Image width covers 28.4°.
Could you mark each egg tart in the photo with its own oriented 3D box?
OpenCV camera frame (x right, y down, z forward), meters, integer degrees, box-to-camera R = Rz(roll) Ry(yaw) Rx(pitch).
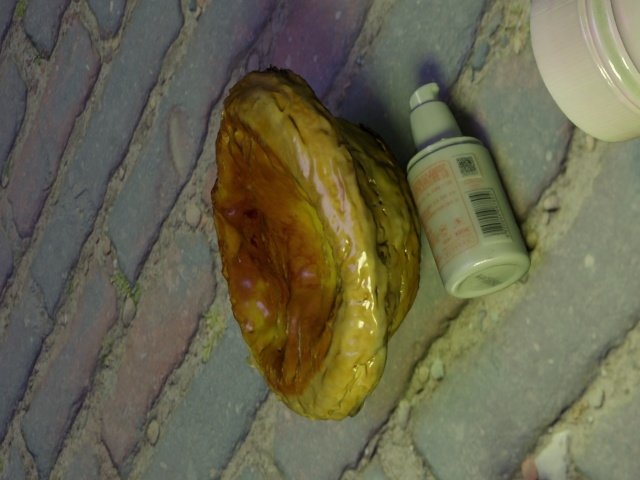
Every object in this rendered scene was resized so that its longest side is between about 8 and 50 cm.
[{"bbox_3d":[0.000,0.000,1.526,0.443,0.178,0.443,167,90,-69],"label":"egg tart"}]

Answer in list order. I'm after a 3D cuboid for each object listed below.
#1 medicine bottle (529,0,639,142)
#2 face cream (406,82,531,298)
[{"bbox_3d":[0.373,-0.219,1.054,0.379,0.213,0.213,-19,72,50],"label":"medicine bottle"},{"bbox_3d":[0.151,-0.065,1.429,0.101,0.101,0.251,-43,55,43],"label":"face cream"}]
